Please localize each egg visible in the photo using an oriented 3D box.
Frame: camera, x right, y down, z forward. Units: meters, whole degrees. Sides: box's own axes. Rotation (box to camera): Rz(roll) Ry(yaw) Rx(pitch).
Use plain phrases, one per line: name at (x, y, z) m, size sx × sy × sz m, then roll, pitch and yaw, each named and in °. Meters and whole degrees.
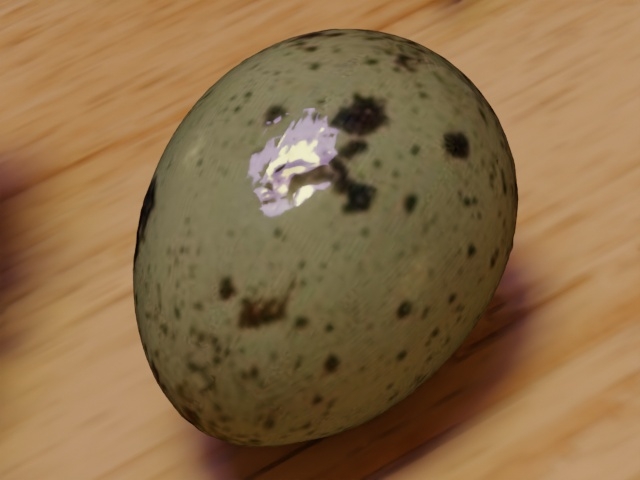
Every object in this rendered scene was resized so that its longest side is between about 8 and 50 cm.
egg at (0.000, 0.000, 0.418) m, size 0.085 × 0.085 × 0.110 m, roll 9°, pitch 58°, yaw 32°
